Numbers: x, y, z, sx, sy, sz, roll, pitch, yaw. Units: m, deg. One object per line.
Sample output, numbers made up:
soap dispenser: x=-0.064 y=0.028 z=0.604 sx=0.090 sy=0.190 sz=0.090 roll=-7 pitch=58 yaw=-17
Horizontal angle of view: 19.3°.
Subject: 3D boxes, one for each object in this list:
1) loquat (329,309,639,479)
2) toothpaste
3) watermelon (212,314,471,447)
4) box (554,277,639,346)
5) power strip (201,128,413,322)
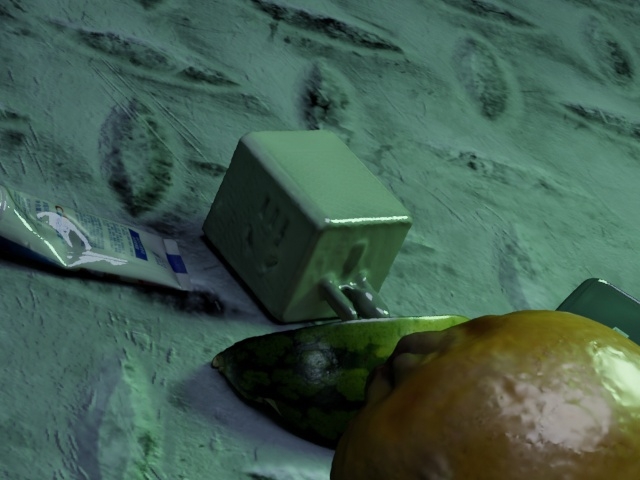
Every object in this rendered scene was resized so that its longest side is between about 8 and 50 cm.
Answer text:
loquat: x=0.170 y=0.210 z=1.599 sx=0.328 sy=0.328 sz=0.328 roll=18 pitch=30 yaw=-11
toothpaste: x=-0.255 y=-0.004 z=1.903 sx=0.266 sy=0.061 sz=0.096 roll=16 pitch=29 yaw=-28
watermelon: x=0.064 y=0.151 z=1.864 sx=0.303 sy=0.159 sz=0.128 roll=1 pitch=75 yaw=-33
box: x=0.306 y=0.130 z=2.057 sx=0.144 sy=0.090 sz=0.201 roll=33 pitch=31 yaw=15
power strip: x=0.000 y=0.000 z=1.987 sx=0.139 sy=0.140 sz=0.224 roll=-3 pitch=39 yaw=-42
